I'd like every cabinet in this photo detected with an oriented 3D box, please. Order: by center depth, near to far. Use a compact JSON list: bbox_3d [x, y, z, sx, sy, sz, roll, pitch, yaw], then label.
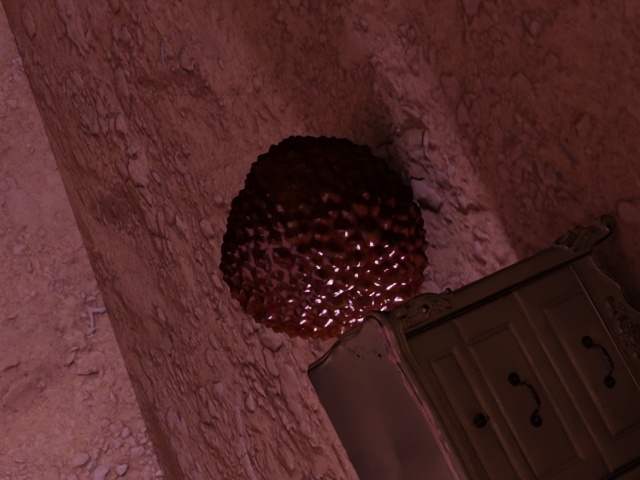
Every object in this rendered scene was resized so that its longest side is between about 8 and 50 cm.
[{"bbox_3d":[0.212,0.177,1.431,0.290,0.318,0.227,63,155,12],"label":"cabinet"}]

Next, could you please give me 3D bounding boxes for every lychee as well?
[{"bbox_3d":[0.000,0.000,1.751,0.304,0.276,0.275,22,132,28],"label":"lychee"}]
